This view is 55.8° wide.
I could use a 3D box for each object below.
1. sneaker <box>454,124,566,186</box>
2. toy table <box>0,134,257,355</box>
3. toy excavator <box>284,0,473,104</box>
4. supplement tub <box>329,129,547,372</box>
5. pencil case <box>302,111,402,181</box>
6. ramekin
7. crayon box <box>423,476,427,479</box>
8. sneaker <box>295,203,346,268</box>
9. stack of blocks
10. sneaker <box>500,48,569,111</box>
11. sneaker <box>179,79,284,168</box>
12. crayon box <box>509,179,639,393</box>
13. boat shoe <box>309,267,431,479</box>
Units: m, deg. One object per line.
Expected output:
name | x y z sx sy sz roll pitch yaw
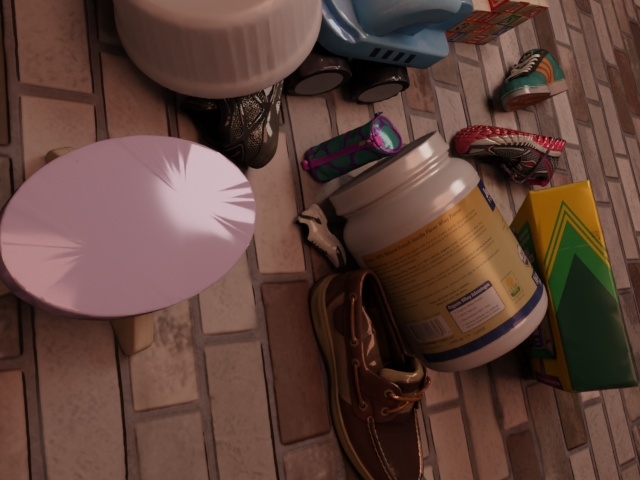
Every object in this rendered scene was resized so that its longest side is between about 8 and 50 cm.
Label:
sneaker | 0.405 -0.177 1.274 0.299 0.121 0.112 3 105 -32
toy table | -0.219 -0.004 0.649 0.274 0.161 0.252 -7 81 -42
toy excavator | 0.189 -0.399 0.931 0.433 0.445 0.222 -7 81 -41
supplement tub | 0.176 0.015 0.929 0.228 0.228 0.316 -39 100 -41
pencil case | 0.048 -0.139 0.925 0.070 0.152 0.064 -19 91 -47
ramekin | -0.132 -0.332 0.755 0.277 0.135 0.277 1 72 -3
crayon box | 0.141 0.509 0.843 0.203 0.083 0.323 54 49 -13
sneaker | 0.000 0.000 0.923 0.044 0.040 0.109 -35 96 -25
stack of blocks | 0.320 -0.493 1.259 0.297 0.171 0.087 -14 86 -42
sneaker | 0.486 -0.381 1.416 0.302 0.108 0.121 -23 91 -50
sneaker | -0.122 -0.225 0.852 0.130 0.087 0.227 17 71 -43
crayon box | 0.424 0.094 1.071 0.363 0.106 0.313 41 41 -76
boat shoe | 0.090 0.204 0.870 0.123 0.123 0.342 -11 83 -42
